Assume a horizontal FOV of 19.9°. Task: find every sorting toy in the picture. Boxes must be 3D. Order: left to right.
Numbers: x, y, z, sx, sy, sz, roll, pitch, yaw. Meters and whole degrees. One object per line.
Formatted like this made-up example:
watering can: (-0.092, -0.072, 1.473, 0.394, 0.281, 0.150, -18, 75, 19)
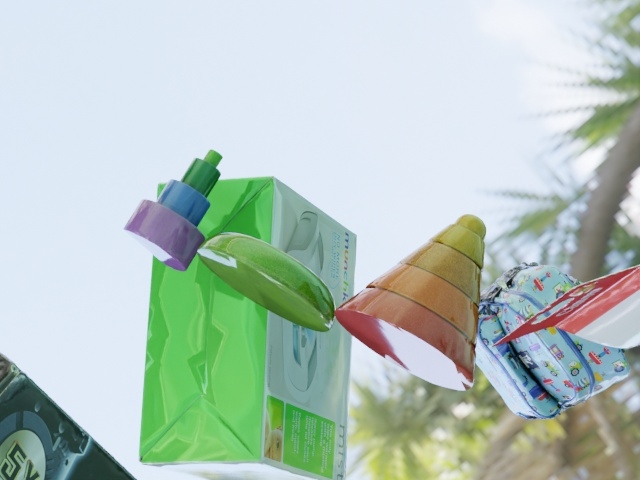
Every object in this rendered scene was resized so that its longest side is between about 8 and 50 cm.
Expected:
sorting toy: (0.000, 0.000, 1.485, 0.365, 0.126, 0.127, 21, 164, 37)

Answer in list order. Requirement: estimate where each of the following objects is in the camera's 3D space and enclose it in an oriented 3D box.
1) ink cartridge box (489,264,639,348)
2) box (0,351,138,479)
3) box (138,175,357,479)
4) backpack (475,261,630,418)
ink cartridge box: (0.290, 0.060, 1.657, 0.224, 0.181, 0.056, -19, -103, -25)
box: (-0.139, 0.098, 0.754, 0.147, 0.077, 0.180, 50, 165, -32)
box: (-0.064, 0.096, 1.713, 0.231, 0.126, 0.262, 35, -125, -64)
backpack: (0.232, 0.104, 1.854, 0.158, 0.117, 0.173, 55, 169, -4)
